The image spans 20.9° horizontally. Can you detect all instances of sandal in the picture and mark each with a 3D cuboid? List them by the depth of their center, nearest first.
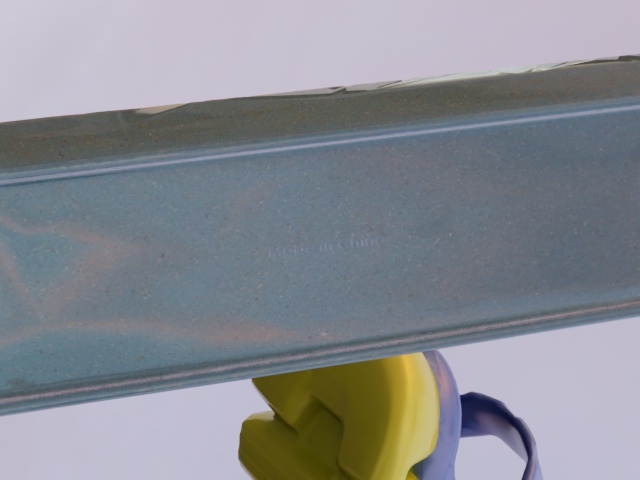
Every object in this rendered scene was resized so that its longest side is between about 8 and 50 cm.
[{"bbox_3d":[0.013,0.181,0.787,0.126,0.138,0.317,41,-65,42],"label":"sandal"}]

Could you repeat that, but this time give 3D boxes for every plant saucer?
[{"bbox_3d":[0.000,0.000,0.389,0.018,0.192,0.067,-139,-136,-64],"label":"plant saucer"}]
